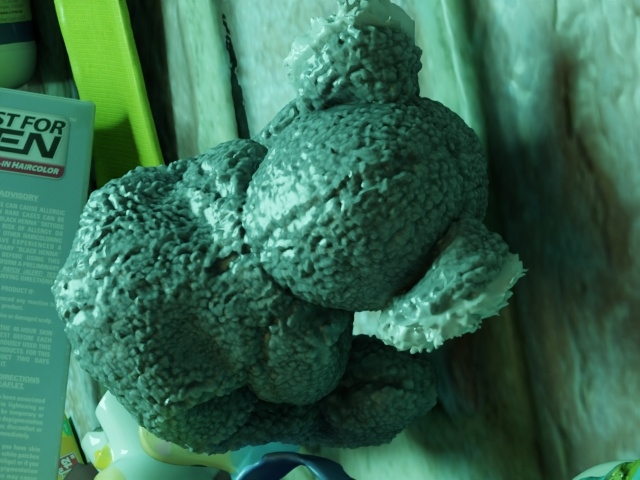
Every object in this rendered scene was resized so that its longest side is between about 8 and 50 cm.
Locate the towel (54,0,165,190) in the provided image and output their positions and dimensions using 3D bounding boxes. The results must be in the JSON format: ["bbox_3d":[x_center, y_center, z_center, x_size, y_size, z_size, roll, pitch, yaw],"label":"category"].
[{"bbox_3d":[-0.154,-0.143,1.201,0.102,0.021,0.237,12,118,61],"label":"towel"}]

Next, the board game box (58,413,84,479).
[{"bbox_3d":[-0.189,0.279,1.418,0.259,0.039,0.124,64,148,19],"label":"board game box"}]

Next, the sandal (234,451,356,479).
[{"bbox_3d":[-0.003,0.232,0.948,0.126,0.138,0.317,16,140,36],"label":"sandal"}]

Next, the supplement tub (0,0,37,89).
[{"bbox_3d":[-0.337,-0.256,1.302,0.228,0.228,0.316,4,103,59],"label":"supplement tub"}]

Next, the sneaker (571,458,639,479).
[{"bbox_3d":[0.142,0.133,0.742,0.275,0.110,0.107,-43,63,55],"label":"sneaker"}]

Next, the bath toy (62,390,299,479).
[{"bbox_3d":[-0.118,0.193,1.190,0.129,0.151,0.348,34,139,4],"label":"bath toy"}]

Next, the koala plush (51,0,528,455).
[{"bbox_3d":[0.000,0.000,0.883,0.221,0.203,0.196,-30,73,46],"label":"koala plush"}]

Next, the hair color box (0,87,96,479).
[{"bbox_3d":[-0.243,0.095,1.223,0.185,0.114,0.374,158,119,-69],"label":"hair color box"}]
